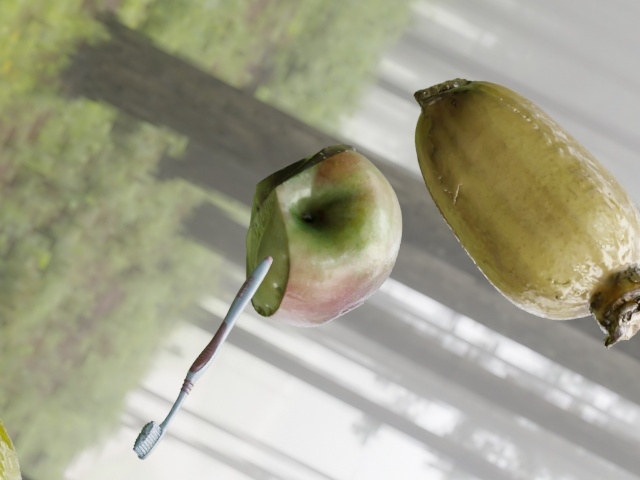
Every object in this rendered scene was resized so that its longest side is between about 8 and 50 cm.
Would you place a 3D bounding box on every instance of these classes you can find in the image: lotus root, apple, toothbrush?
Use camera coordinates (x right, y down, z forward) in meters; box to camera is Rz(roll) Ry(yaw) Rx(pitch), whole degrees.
[{"bbox_3d":[0.193,-0.029,1.685,0.146,0.303,0.131,-43,159,9],"label":"lotus root"},{"bbox_3d":[0.000,0.000,2.068,0.188,0.173,0.207,101,5,-62],"label":"apple"},{"bbox_3d":[-0.089,0.088,1.442,0.193,0.013,0.019,-56,138,-21],"label":"toothbrush"}]

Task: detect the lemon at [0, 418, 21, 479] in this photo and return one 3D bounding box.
[{"bbox_3d":[-0.315,0.181,1.369,0.184,0.248,0.184,-44,166,-14],"label":"lemon"}]
